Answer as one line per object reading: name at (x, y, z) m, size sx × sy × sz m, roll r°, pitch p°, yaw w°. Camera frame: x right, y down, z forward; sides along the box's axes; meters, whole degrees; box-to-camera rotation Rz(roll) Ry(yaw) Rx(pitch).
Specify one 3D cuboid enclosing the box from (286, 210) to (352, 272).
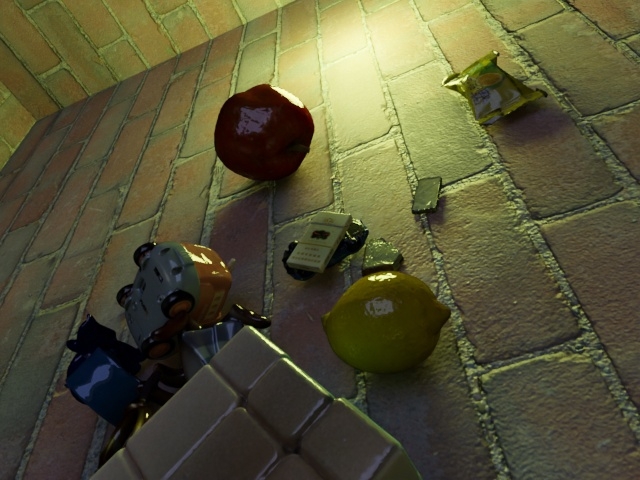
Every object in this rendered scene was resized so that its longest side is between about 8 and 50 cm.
box at (0.000, 0.000, 1.180) m, size 0.090 × 0.024 × 0.167 m, roll 8°, pitch 51°, yaw 31°

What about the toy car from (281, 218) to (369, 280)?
toy car at (0.015, 0.022, 1.218) m, size 0.216 × 0.063 × 0.103 m, roll -26°, pitch 40°, yaw -4°

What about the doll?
doll at (-0.234, 0.288, 0.974) m, size 0.317 × 0.209 × 0.340 m, roll -24°, pitch 42°, yaw 12°

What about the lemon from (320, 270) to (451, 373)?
lemon at (0.113, 0.148, 0.929) m, size 0.244 × 0.187 × 0.187 m, roll -12°, pitch 42°, yaw 24°

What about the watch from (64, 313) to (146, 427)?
watch at (-0.456, 0.298, 1.119) m, size 0.200 × 0.196 × 0.171 m, roll 18°, pitch 68°, yaw 51°

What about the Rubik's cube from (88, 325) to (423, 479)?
Rubik's cube at (-0.058, 0.368, 0.691) m, size 0.319 × 0.322 × 0.316 m, roll -44°, pitch 42°, yaw -18°

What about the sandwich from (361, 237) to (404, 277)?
sandwich at (0.138, 0.035, 1.149) m, size 0.093 × 0.036 × 0.105 m, roll -13°, pitch 41°, yaw 21°

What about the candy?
candy at (0.452, -0.415, 1.397) m, size 0.187 × 0.081 × 0.297 m, roll -28°, pitch 39°, yaw 6°

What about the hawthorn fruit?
hawthorn fruit at (-0.142, -0.300, 1.506) m, size 0.330 × 0.287 × 0.287 m, roll 27°, pitch 65°, yaw 38°

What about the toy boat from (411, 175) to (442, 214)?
toy boat at (0.255, -0.108, 1.244) m, size 0.063 × 0.016 × 0.115 m, roll -5°, pitch 45°, yaw 28°

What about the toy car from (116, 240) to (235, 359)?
toy car at (-0.311, 0.131, 1.172) m, size 0.180 × 0.212 × 0.270 m, roll 49°, pitch 121°, yaw 32°
